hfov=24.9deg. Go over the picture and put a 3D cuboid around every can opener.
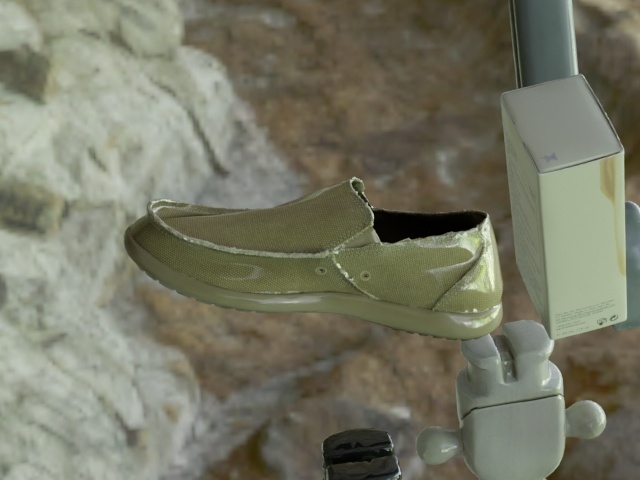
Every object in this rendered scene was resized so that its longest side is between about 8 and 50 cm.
[{"bbox_3d":[0.211,-0.068,1.156,0.095,0.284,0.076,-6,-177,3],"label":"can opener"}]

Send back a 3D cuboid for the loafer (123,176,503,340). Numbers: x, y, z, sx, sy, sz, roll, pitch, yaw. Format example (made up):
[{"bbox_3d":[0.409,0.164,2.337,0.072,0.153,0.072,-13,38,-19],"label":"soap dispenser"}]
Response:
[{"bbox_3d":[0.000,0.000,0.553,0.148,0.050,0.056,9,-163,-7],"label":"loafer"}]

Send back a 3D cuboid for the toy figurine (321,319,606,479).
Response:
[{"bbox_3d":[0.116,0.154,0.720,0.209,0.148,0.213,12,-149,35],"label":"toy figurine"}]

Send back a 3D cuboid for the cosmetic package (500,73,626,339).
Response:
[{"bbox_3d":[0.115,-0.014,0.681,0.041,0.115,0.060,-15,-133,-2],"label":"cosmetic package"}]
